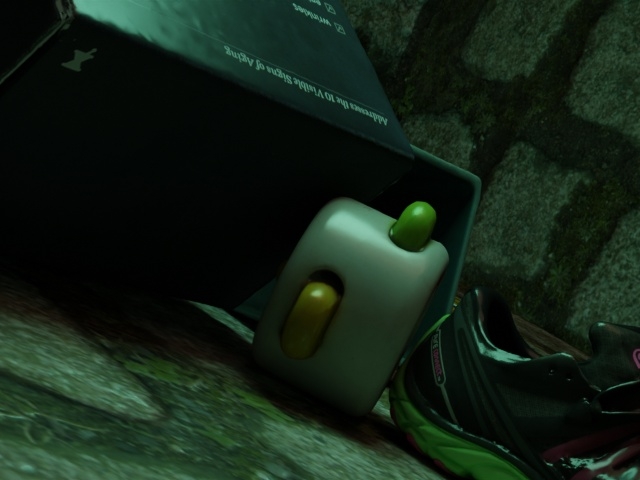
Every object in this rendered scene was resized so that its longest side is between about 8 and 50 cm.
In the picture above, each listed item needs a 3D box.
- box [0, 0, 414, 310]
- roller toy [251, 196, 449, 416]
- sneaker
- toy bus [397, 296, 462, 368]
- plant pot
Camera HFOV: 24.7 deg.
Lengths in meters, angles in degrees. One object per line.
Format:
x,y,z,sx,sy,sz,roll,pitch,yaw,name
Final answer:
-0.220,-0.232,1.454,0.480,0.297,0.472,18,40,-49,box
0.022,0.063,1.417,0.146,0.209,0.191,27,-32,6,roller toy
0.277,0.187,1.321,0.483,0.202,0.185,28,6,29,sneaker
0.163,0.130,1.922,0.130,0.108,0.333,25,5,-14,toy bus
0.000,0.000,1.742,0.252,0.247,0.248,9,-8,42,plant pot
